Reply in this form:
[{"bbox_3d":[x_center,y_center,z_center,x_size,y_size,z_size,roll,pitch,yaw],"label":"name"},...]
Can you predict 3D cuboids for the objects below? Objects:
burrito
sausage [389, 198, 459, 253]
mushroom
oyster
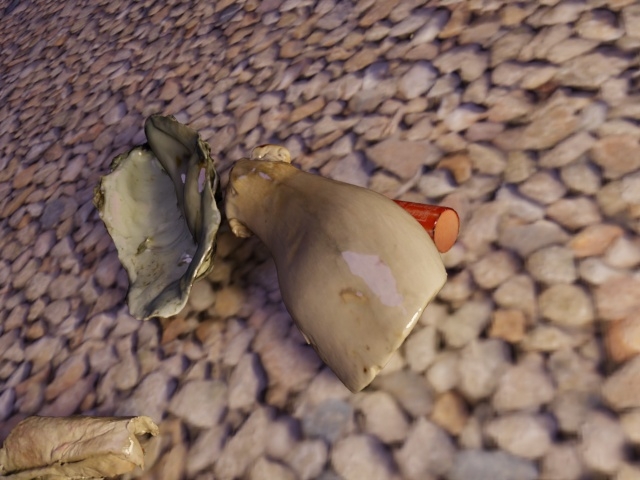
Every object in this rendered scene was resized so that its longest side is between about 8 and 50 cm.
[{"bbox_3d":[-0.189,0.158,0.543,0.149,0.041,0.055,-14,60,24],"label":"burrito"},{"bbox_3d":[0.042,-0.017,0.552,0.129,0.034,0.034,12,61,40],"label":"sausage"},{"bbox_3d":[0.000,0.000,0.503,0.116,0.093,0.225,-52,56,17],"label":"mushroom"},{"bbox_3d":[-0.147,-0.030,0.650,0.252,0.087,0.199,3,75,58],"label":"oyster"}]
